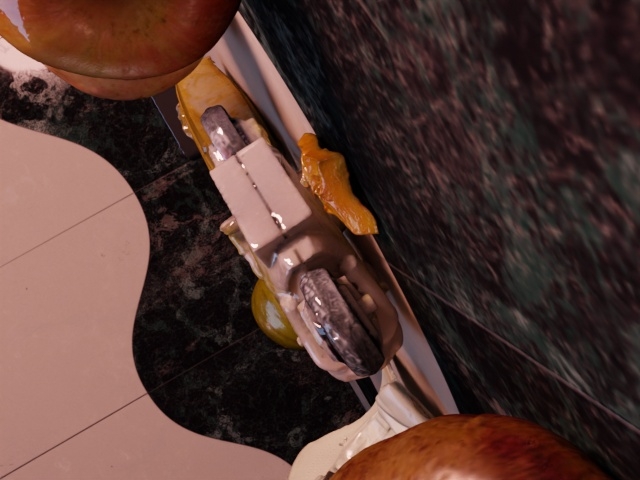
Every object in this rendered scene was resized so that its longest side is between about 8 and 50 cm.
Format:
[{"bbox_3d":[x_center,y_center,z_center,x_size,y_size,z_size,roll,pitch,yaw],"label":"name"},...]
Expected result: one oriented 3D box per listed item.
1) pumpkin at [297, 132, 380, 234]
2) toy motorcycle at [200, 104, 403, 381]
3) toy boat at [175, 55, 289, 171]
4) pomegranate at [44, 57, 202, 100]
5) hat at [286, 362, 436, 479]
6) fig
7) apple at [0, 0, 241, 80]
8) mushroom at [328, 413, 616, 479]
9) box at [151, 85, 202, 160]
[{"bbox_3d":[0.007,-0.042,0.654,0.073,0.035,0.101,59,173,-21],"label":"pumpkin"},{"bbox_3d":[-0.012,0.014,0.775,0.341,0.107,0.223,57,-178,38],"label":"toy motorcycle"},{"bbox_3d":[-0.108,-0.121,1.027,0.310,0.089,0.115,54,175,47],"label":"toy boat"},{"bbox_3d":[-0.196,-0.225,0.776,0.191,0.191,0.191,59,175,9],"label":"pomegranate"},{"bbox_3d":[0.071,0.274,0.991,0.168,0.258,0.301,38,-165,-3],"label":"hat"},{"bbox_3d":[-0.028,0.123,1.301,0.142,0.147,0.186,-39,64,54],"label":"fig"},{"bbox_3d":[-0.143,-0.198,0.525,0.199,0.199,0.199,59,175,9],"label":"apple"},{"bbox_3d":[0.096,0.214,0.433,0.267,0.267,0.254,60,-151,5],"label":"mushroom"},{"bbox_3d":[-0.278,-0.323,1.457,0.350,0.058,0.211,62,-169,-20],"label":"box"}]
